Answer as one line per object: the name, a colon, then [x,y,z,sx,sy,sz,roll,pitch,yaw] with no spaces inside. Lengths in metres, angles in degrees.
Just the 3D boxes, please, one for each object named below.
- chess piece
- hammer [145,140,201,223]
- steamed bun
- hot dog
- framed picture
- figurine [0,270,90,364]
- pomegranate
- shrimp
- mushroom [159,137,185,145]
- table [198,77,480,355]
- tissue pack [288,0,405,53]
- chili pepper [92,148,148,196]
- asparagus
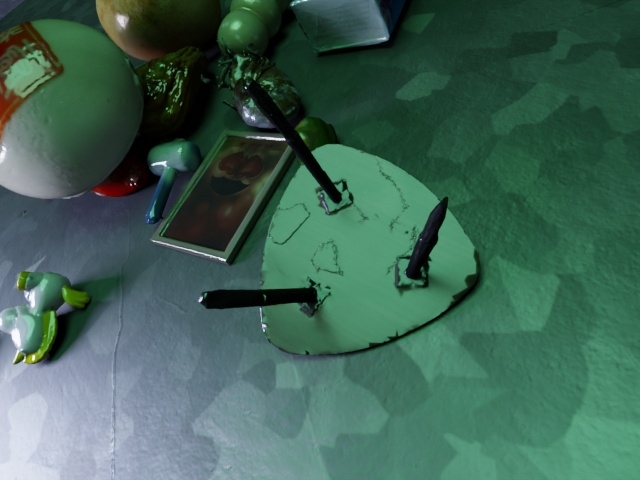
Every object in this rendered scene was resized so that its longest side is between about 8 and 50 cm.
chess piece: [-0.149,-0.557,1.221,0.167,0.167,0.299,12,68,34]
hammer: [-0.316,-0.116,1.039,0.116,0.069,0.193,-3,60,25]
steamed bun: [-0.556,-0.274,1.020,0.375,0.241,0.374,-5,76,20]
hot dog: [-0.357,-0.365,1.195,0.196,0.122,0.272,-9,50,25]
framed picture: [-0.180,-0.097,0.981,0.211,0.020,0.289,12,64,35]
figurine: [-0.530,0.143,0.948,0.130,0.109,0.178,22,71,14]
pomegranate: [-0.407,-0.599,1.276,0.319,0.319,0.319,-14,51,19]
shrimp: [-0.161,-0.335,1.078,0.145,0.116,0.343,-36,53,-4]
mushroom: [-0.327,-0.210,1.142,0.101,0.019,0.049,21,67,37]
table: [0.000,0.000,0.610,0.318,0.249,0.317,-5,73,16]
tissue pack: [0.086,-0.546,1.083,0.198,0.146,0.263,5,60,33]
chili pepper: [-0.481,-0.166,1.139,0.144,0.136,0.253,-30,50,-32]
asparagus: [0.003,-0.098,0.844,0.082,0.085,0.343,-5,49,-4]
